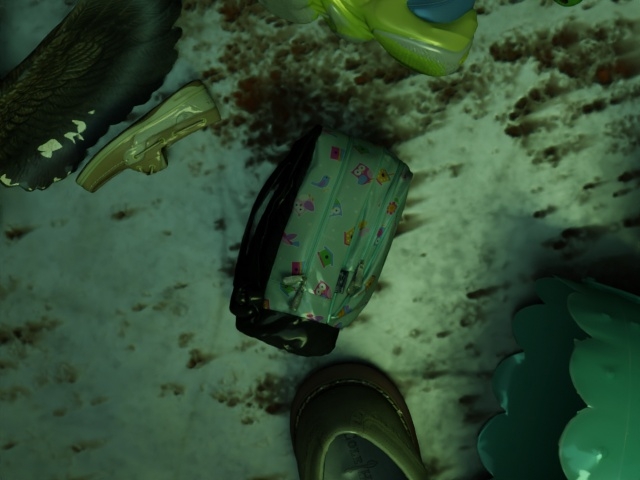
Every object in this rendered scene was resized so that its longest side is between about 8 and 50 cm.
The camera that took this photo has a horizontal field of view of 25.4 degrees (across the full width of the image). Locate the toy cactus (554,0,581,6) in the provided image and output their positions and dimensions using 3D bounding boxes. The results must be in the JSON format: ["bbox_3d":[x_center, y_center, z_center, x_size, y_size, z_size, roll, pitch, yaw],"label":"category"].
[{"bbox_3d":[0.184,-0.300,1.121,0.181,0.112,0.218,12,105,18],"label":"toy cactus"}]

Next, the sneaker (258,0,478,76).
[{"bbox_3d":[0.024,-0.230,1.145,0.240,0.091,0.126,26,83,-4],"label":"sneaker"}]

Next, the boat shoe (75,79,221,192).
[{"bbox_3d":[-0.143,-0.078,1.186,0.135,0.050,0.045,-37,93,8],"label":"boat shoe"}]

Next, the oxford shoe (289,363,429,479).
[{"bbox_3d":[0.070,0.307,1.213,0.141,0.146,0.397,-25,101,5],"label":"oxford shoe"}]

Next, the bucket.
[{"bbox_3d":[0.241,0.177,1.129,0.183,0.281,0.281,11,102,-5],"label":"bucket"}]

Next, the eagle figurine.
[{"bbox_3d":[-0.272,-0.123,1.135,0.226,0.225,0.298,46,64,-47],"label":"eagle figurine"}]

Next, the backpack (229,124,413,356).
[{"bbox_3d":[0.000,0.000,1.163,0.115,0.152,0.182,22,89,-9],"label":"backpack"}]
